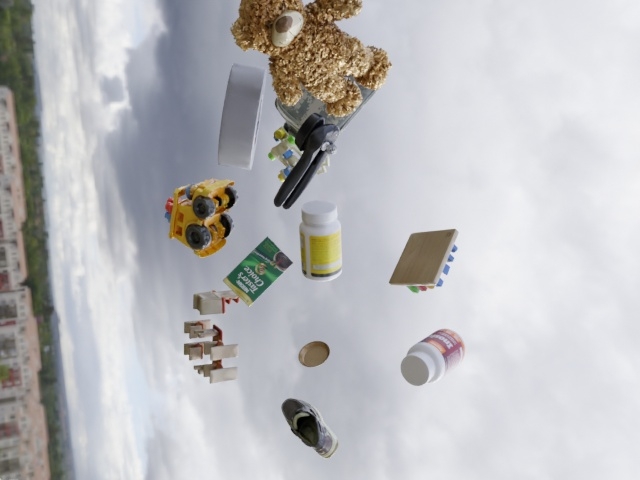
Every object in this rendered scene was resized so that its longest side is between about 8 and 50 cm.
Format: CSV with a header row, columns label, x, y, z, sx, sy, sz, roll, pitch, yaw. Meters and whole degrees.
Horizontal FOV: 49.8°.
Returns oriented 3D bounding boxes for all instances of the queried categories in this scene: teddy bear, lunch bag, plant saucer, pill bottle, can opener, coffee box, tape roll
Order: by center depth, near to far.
label,x,y,z,sx,sy,sz,roll,pitch,yaw
can opener,-0.025,-0.135,1.249,0.073,0.059,0.186,45,-66,42
teddy bear,-0.006,-0.357,1.313,0.338,0.245,0.113,50,22,-47
pill bottle,0.228,0.239,1.402,0.086,0.152,0.086,10,-73,34
tape roll,-0.166,-0.263,1.470,0.219,0.072,0.219,-171,-90,-86
plant saucer,-0.014,0.289,1.735,0.083,0.083,0.015,56,-11,50
pill bottle,0.000,0.000,1.954,0.119,0.119,0.208,-133,-144,-56
coffee box,-0.180,0.090,1.994,0.113,0.184,0.040,47,-3,-6
lunch bag,0.022,-0.430,1.999,0.305,0.212,0.256,-50,-170,-2

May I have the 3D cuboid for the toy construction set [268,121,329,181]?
label,x,y,z,sx,sy,sz,roll,pitch,yaw
toy construction set,-0.055,-0.293,2.284,0.215,0.151,0.328,56,21,0

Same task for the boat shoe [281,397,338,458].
label,x,y,z,sx,sy,sz,roll,pitch,yaw
boat shoe,-0.037,0.451,1.712,0.073,0.080,0.223,48,-8,-37

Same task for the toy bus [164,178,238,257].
label,x,y,z,sx,sy,sz,roll,pitch,yaw
toy bus,-0.364,-0.092,1.997,0.211,0.149,0.220,25,-61,22

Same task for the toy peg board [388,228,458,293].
label,x,y,z,sx,sy,sz,roll,pitch,yaw
toy peg board,0.282,0.062,1.767,0.161,0.079,0.161,-6,-129,52

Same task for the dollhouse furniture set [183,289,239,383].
label,x,y,z,sx,sy,sz,roll,pitch,yaw
dollhouse furniture set,-0.326,0.294,2.176,0.262,0.135,0.259,22,-68,60

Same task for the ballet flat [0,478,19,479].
label,x,y,z,sx,sy,sz,roll,pitch,yaw
ballet flat,-0.724,0.682,1.724,0.400,0.139,0.139,52,7,-46
